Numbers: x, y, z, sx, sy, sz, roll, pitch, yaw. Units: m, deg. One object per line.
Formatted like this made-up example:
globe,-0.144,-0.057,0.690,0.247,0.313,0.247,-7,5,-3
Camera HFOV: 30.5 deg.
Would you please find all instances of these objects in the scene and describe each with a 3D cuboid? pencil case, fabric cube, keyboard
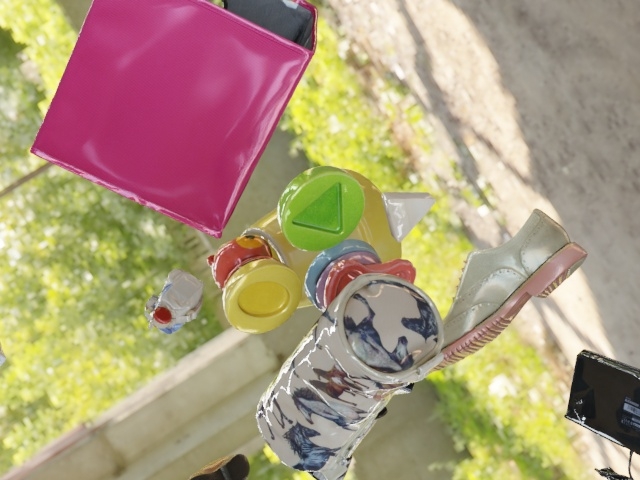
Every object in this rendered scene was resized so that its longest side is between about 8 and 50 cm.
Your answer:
pencil case,0.041,0.207,1.737,0.183,0.160,0.410,43,145,7
fabric cube,-0.169,-0.203,1.450,0.254,0.258,0.259,24,-159,-9
keyboard,0.482,0.298,1.782,0.317,0.033,0.202,23,106,61

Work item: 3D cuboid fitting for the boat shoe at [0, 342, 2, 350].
boat shoe,-0.639,0.125,1.720,0.367,0.156,0.136,30,-174,14

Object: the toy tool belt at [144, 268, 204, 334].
toy tool belt,-0.151,0.071,1.183,0.052,0.083,0.051,33,130,1

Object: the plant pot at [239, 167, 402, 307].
plant pot,-0.018,0.018,2.189,0.254,0.239,0.254,28,129,41

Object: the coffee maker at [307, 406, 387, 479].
coffee maker,0.020,0.334,2.183,0.120,0.178,0.171,15,-151,-29

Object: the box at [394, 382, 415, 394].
box,0.115,0.231,2.362,0.153,0.108,0.207,25,167,-3

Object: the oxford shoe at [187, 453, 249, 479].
oxford shoe,-0.229,0.481,2.283,0.076,0.212,0.076,-11,97,38

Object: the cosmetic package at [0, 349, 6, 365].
cosmetic package,-0.807,0.251,2.490,0.138,0.224,0.224,37,-176,-38

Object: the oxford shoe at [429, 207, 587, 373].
oxford shoe,0.301,0.103,2.191,0.146,0.397,0.140,52,-176,16

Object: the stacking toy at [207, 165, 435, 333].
stacking toy,0.000,0.000,1.772,0.308,0.280,0.130,9,-154,-34
